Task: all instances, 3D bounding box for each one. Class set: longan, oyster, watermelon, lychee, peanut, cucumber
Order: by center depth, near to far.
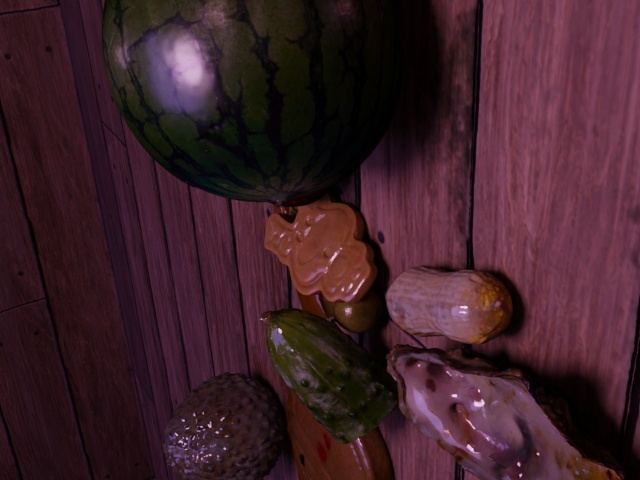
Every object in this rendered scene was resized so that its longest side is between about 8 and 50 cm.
[{"bbox_3d":[0.203,0.209,0.927,0.361,0.096,0.221,3,116,63],"label":"oyster"},{"bbox_3d":[-0.075,-0.214,0.937,0.363,0.363,0.363,45,144,46],"label":"watermelon"},{"bbox_3d":[0.142,0.073,0.968,0.206,0.087,0.087,-1,106,65],"label":"peanut"},{"bbox_3d":[-0.004,0.172,1.178,0.244,0.134,0.134,47,169,-30],"label":"cucumber"},{"bbox_3d":[0.050,0.102,1.193,0.083,0.075,0.075,-26,80,31],"label":"longan"},{"bbox_3d":[-0.203,0.403,1.733,0.255,0.274,0.256,0,90,50],"label":"lychee"}]

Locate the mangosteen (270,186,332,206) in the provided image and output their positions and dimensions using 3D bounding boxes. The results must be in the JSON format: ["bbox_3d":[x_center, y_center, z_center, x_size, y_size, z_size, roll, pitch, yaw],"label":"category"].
[{"bbox_3d":[-0.037,-0.135,1.184,0.145,0.181,0.156,-13,117,24],"label":"mangosteen"}]

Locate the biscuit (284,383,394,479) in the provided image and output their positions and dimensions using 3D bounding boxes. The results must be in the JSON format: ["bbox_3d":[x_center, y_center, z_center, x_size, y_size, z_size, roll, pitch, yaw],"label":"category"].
[{"bbox_3d":[0.026,0.395,1.474,0.359,0.074,0.381,59,150,32],"label":"biscuit"}]

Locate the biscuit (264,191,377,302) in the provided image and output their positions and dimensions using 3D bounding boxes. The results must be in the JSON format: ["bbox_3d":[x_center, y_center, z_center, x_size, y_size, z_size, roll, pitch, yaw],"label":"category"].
[{"bbox_3d":[-0.001,0.003,1.206,0.144,0.040,0.236,-59,42,16],"label":"biscuit"}]

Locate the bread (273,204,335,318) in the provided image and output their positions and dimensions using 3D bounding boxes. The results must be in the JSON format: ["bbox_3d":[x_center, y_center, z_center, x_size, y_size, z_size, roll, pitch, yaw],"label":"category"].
[{"bbox_3d":[-0.023,0.013,1.328,0.088,0.049,0.226,-10,96,66],"label":"bread"}]
